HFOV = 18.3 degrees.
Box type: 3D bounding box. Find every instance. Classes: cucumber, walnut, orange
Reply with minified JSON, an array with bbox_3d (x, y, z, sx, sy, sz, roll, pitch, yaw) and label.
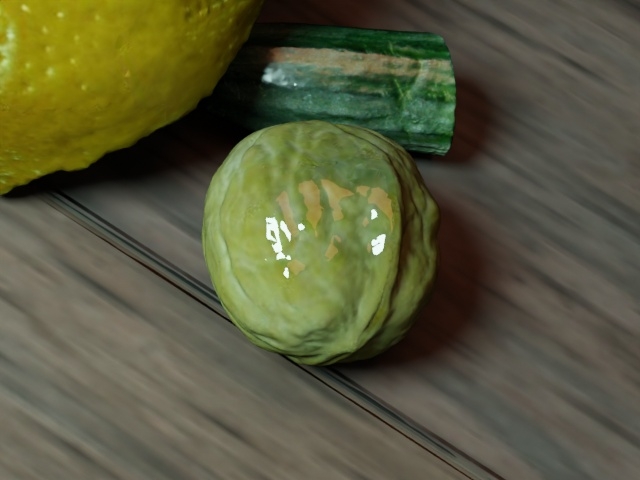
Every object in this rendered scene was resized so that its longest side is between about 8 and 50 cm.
[{"bbox_3d":[-0.002,-0.061,0.752,0.105,0.048,0.048,6,53,-8],"label":"cucumber"},{"bbox_3d":[0.000,0.000,0.689,0.092,0.092,0.092,6,53,-8],"label":"walnut"},{"bbox_3d":[-0.089,-0.146,0.724,0.179,0.158,0.237,20,54,16],"label":"orange"}]
